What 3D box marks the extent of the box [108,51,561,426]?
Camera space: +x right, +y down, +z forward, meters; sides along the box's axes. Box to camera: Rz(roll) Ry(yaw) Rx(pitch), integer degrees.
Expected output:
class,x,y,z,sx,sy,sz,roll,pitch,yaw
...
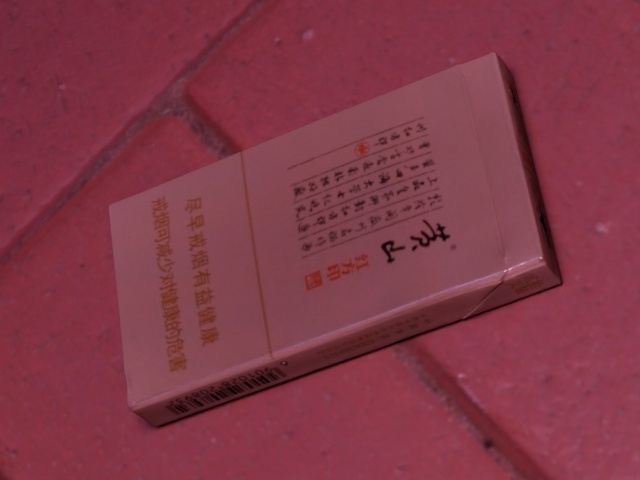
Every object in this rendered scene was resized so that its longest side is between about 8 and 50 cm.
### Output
class,x,y,z,sx,sy,sz,roll,pitch,yaw
box,0.001,0.000,1.418,0.365,0.051,0.205,-21,57,18
